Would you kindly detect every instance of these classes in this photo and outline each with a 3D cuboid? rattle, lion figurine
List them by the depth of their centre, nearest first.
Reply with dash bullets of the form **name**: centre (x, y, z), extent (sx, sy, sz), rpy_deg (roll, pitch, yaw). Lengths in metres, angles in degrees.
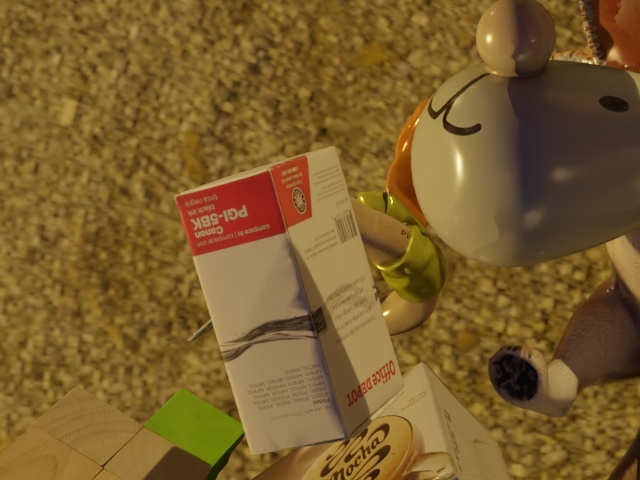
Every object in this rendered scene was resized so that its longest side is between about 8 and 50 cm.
- **lion figurine**: centre (0.197, -0.020, 0.852), extent (0.142, 0.240, 0.392), rpy_deg (23, 121, 19)
- **rattle**: centre (0.000, 0.000, 1.032), extent (0.200, 0.130, 0.142), rpy_deg (-40, 46, 53)

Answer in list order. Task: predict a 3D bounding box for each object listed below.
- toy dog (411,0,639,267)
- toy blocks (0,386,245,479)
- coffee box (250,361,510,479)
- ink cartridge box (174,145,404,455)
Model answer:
- **toy dog**: centre (0.194, -0.107, 0.552), extent (0.220, 0.334, 0.161), rpy_deg (17, 127, 42)
- **toy blocks**: centre (-0.201, 0.264, 0.849), extent (0.191, 0.381, 0.260), rpy_deg (30, 122, 11)
- **coffee box**: centre (0.007, 0.255, 1.248), extent (0.297, 0.119, 0.168), rpy_deg (-35, 23, 13)
- **ink cartridge box**: centre (-0.013, 0.029, 0.782), extent (0.056, 0.099, 0.135), rpy_deg (-14, 94, 21)
